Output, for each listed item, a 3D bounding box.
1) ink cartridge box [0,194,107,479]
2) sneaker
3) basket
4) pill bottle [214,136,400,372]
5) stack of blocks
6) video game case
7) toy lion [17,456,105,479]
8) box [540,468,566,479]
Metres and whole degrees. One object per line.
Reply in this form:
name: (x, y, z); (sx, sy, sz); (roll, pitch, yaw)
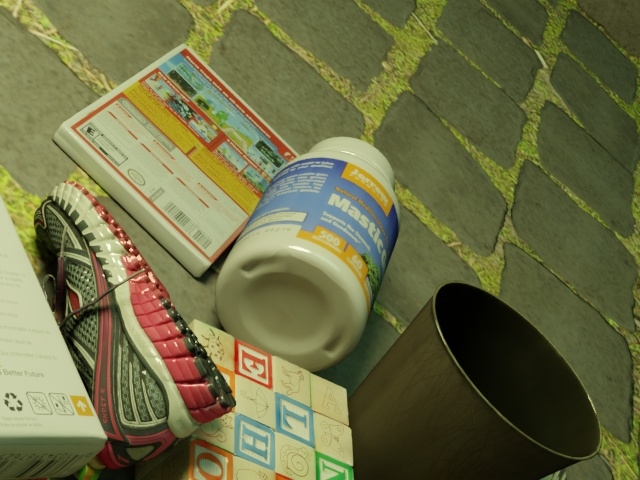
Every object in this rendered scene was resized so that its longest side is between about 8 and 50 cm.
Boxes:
ink cartridge box: (-0.321, 0.023, 0.833); (0.303, 0.072, 0.307); (11, 42, -54)
sneaker: (-0.184, 0.057, 1.010); (0.299, 0.112, 0.121); (51, -7, 46)
basket: (0.106, 0.178, 1.130); (0.204, 0.227, 0.154); (40, 33, -9)
pill bottle: (0.000, 0.000, 1.270); (0.152, 0.152, 0.272); (40, 33, -11)
stack of blocks: (-0.061, 0.229, 1.009); (0.171, 0.087, 0.297); (29, 36, -27)
video game case: (-0.142, -0.097, 1.330); (0.204, 0.025, 0.285); (44, 32, -4)
toy lion: (-0.223, 0.168, 0.946); (0.100, 0.034, 0.096); (44, 39, -6)
box: (0.181, 0.280, 1.216); (0.094, 0.113, 0.275); (33, 36, -23)
